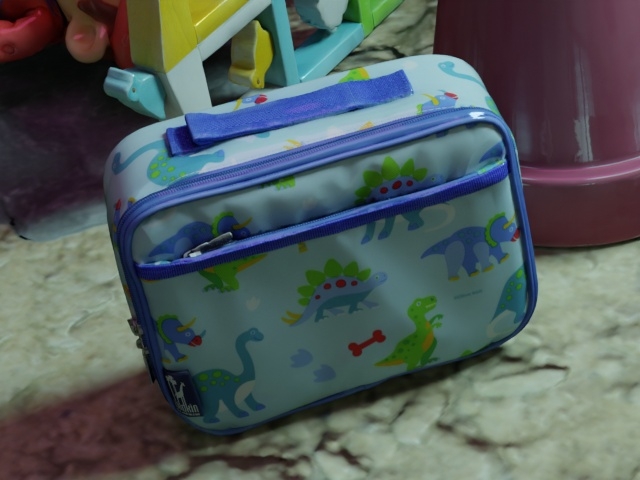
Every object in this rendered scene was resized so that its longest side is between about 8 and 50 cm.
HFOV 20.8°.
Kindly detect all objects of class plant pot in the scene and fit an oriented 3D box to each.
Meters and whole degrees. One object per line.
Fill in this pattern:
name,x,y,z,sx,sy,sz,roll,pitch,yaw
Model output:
plant pot,0.149,-0.125,1.041,0.201,0.180,0.201,-7,38,6

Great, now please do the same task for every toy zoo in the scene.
toy zoo,-0.037,-0.174,1.134,0.030,0.192,0.293,18,46,31

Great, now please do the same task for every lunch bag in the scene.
lunch bag,0.000,0.000,0.924,0.219,0.176,0.090,-15,39,-6

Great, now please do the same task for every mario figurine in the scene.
mario figurine,-0.195,-0.209,1.225,0.320,0.170,0.198,6,74,31
